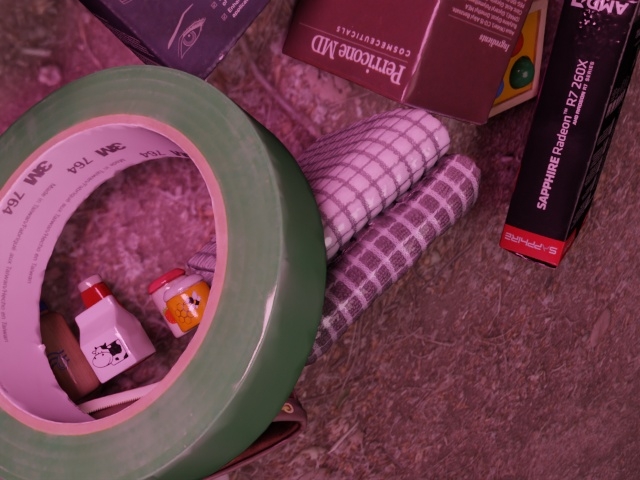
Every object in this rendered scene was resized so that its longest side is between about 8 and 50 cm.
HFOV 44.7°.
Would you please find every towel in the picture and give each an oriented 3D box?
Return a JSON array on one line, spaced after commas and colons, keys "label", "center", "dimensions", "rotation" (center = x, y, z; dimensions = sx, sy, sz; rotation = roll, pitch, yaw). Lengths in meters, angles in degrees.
[{"label": "towel", "center": [0.000, 0.000, 0.757], "dimensions": [0.235, 0.284, 0.121], "rotation": [-44, 103, -15]}]

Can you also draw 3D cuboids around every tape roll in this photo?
[{"label": "tape roll", "center": [-0.155, 0.029, 0.594], "dimensions": [0.321, 0.321, 0.077], "rotation": [-57, 152, 0]}]

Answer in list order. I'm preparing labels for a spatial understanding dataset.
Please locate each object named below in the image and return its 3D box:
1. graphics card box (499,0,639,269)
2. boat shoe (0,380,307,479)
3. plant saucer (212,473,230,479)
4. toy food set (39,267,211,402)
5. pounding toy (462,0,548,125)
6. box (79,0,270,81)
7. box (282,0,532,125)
[{"label": "graphics card box", "center": [0.356, -0.174, 1.067], "dimensions": [0.233, 0.094, 0.371], "rotation": [-36, 141, -55]}, {"label": "boat shoe", "center": [-0.161, 0.201, 0.714], "dimensions": [0.324, 0.097, 0.116], "rotation": [-20, 138, -33]}, {"label": "plant saucer", "center": [-0.288, 0.335, 0.833], "dimensions": [0.400, 0.100, 0.400], "rotation": [-23, 128, -32]}, {"label": "toy food set", "center": [-0.202, 0.073, 0.709], "dimensions": [0.232, 0.104, 0.111], "rotation": [-32, 178, 15]}, {"label": "pounding toy", "center": [0.171, -0.233, 0.911], "dimensions": [0.206, 0.094, 0.181], "rotation": [-27, 131, -30]}, {"label": "box", "center": [-0.122, -0.237, 0.635], "dimensions": [0.156, 0.093, 0.158], "rotation": [-52, 139, -5]}, {"label": "box", "center": [0.119, -0.324, 0.737], "dimensions": [0.143, 0.191, 0.381], "rotation": [2, 112, -43]}]
